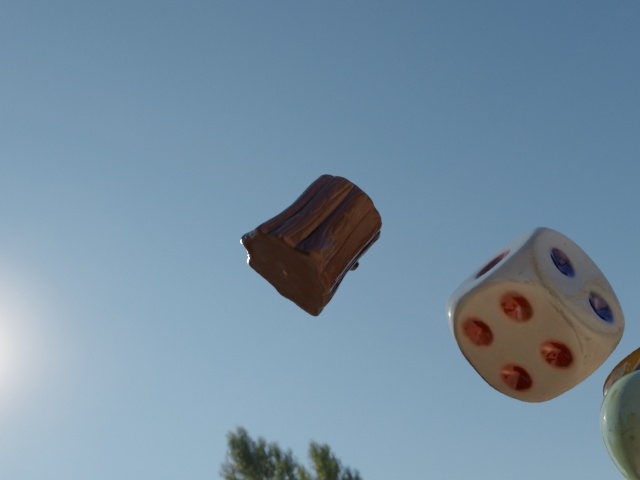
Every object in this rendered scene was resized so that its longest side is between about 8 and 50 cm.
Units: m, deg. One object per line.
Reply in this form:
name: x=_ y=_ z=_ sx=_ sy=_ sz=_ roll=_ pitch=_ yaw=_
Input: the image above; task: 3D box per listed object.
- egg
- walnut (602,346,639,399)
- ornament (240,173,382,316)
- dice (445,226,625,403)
egg: x=0.428 y=0.243 z=0.869 sx=0.149 sy=0.192 sz=0.149 roll=-40 pitch=0 yaw=0
walnut: x=0.548 y=0.237 z=1.094 sx=0.298 sy=0.203 sz=0.203 roll=7 pitch=-50 yaw=-22
ornament: x=0.000 y=0.000 z=1.437 sx=0.217 sy=0.235 sz=0.221 roll=-46 pitch=-71 yaw=-30
dice: x=0.494 y=0.168 z=1.661 sx=0.277 sy=0.304 sz=0.304 roll=-41 pitch=-4 yaw=35
